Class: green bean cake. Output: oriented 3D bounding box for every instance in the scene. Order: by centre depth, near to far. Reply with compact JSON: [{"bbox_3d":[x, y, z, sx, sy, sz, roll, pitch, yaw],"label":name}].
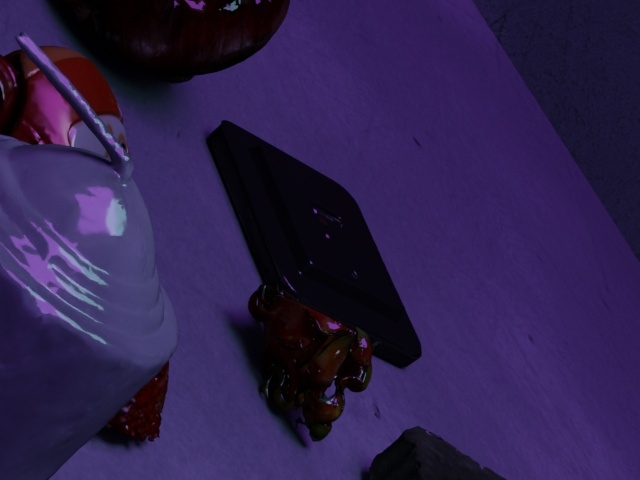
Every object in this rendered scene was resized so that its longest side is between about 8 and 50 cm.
[{"bbox_3d":[0.137,0.297,1.984,0.185,0.094,0.183,39,23,-30],"label":"green bean cake"}]

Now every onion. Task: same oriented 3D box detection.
[{"bbox_3d":[-0.173,-0.264,2.203,0.272,0.195,0.272,10,28,-5],"label":"onion"}]

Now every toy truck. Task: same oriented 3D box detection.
[{"bbox_3d":[-0.227,-0.004,1.480,0.239,0.265,0.189,44,12,7],"label":"toy truck"}]

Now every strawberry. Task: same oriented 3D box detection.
[{"bbox_3d":[-0.184,0.084,1.637,0.192,0.085,0.140,52,8,-1],"label":"strawberry"}]

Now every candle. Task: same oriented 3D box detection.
[{"bbox_3d":[-0.223,0.060,1.249,0.221,0.342,0.221,42,17,-16],"label":"candle"}]

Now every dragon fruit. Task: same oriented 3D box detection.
[{"bbox_3d":[-0.012,0.111,1.967,0.138,0.142,0.175,19,61,-13],"label":"dragon fruit"}]

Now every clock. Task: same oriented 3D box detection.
[{"bbox_3d":[0.001,0.000,2.272,0.279,0.049,0.273,28,31,-49],"label":"clock"}]
